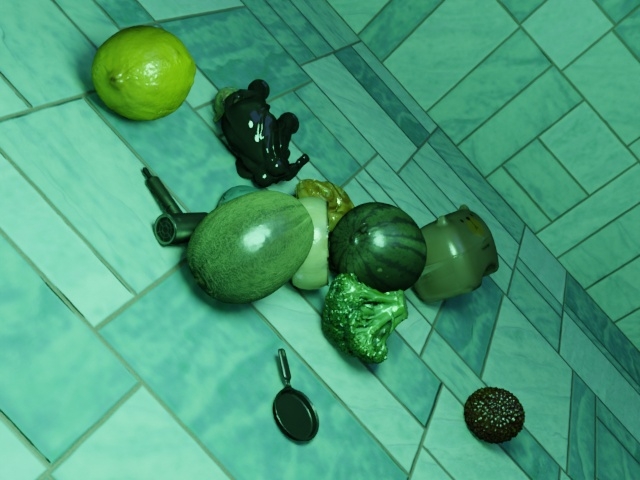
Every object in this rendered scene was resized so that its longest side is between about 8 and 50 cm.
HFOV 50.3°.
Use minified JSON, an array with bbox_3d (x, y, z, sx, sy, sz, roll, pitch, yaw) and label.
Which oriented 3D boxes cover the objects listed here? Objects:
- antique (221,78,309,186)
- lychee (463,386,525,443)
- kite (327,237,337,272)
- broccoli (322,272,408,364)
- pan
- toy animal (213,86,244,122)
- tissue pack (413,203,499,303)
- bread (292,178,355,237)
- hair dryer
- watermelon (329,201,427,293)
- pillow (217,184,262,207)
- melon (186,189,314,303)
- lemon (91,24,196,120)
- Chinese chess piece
[{"bbox_3d":[-0.181,-0.317,2.106,0.322,0.185,0.255,51,26,-13],"label":"antique"},{"bbox_3d":[0.537,0.533,2.096,0.188,0.188,0.188,32,34,-26],"label":"lychee"},{"bbox_3d":[0.000,0.000,2.154,0.335,0.011,0.314,52,31,4],"label":"kite"},{"bbox_3d":[0.123,0.209,1.886,0.261,0.241,0.269,-73,148,-76],"label":"broccoli"},{"bbox_3d":[-0.072,0.370,1.634,0.136,0.028,0.235,16,47,-44],"label":"pan"},{"bbox_3d":[-0.301,-0.424,2.184,0.098,0.137,0.098,27,-10,5],"label":"toy animal"},{"bbox_3d":[0.459,0.042,2.423,0.387,0.267,0.277,-21,88,-57],"label":"tissue pack"},{"bbox_3d":[0.016,-0.102,2.162,0.236,0.120,0.198,5,50,-50],"label":"bread"},{"bbox_3d":[-0.369,-0.098,1.743,0.248,0.078,0.195,54,29,18],"label":"hair dryer"},{"bbox_3d":[0.170,0.026,2.032,0.359,0.278,0.279,23,37,-58],"label":"watermelon"},{"bbox_3d":[-0.182,-0.060,1.919,0.233,0.086,0.214,51,36,6],"label":"pillow"},{"bbox_3d":[-0.165,0.013,1.656,0.329,0.248,0.249,-33,81,-21],"label":"melon"},{"bbox_3d":[-0.469,-0.442,1.812,0.260,0.260,0.284,34,30,-23],"label":"lemon"},{"bbox_3d":[-0.026,0.008,1.888,0.104,0.257,0.257,-1,42,0],"label":"Chinese chess piece"}]
